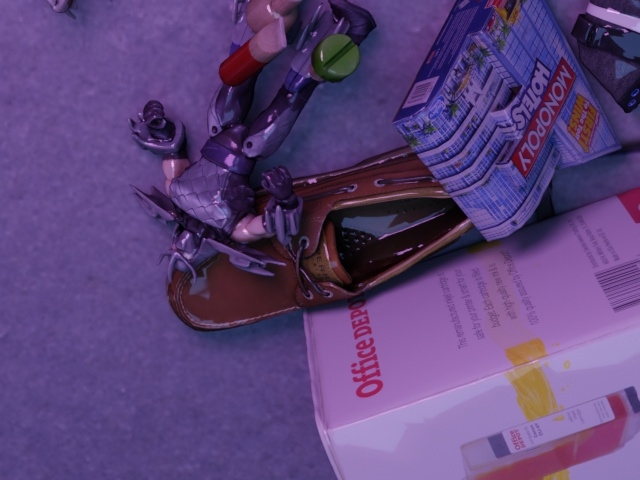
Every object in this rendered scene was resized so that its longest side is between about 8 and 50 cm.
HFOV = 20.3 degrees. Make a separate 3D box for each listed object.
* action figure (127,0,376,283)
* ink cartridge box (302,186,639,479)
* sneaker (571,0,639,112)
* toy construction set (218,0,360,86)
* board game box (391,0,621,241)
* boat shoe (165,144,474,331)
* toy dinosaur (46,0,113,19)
[{"bbox_3d":[-0.070,-0.092,1.519,0.185,0.099,0.285,29,97,17],"label":"action figure"},{"bbox_3d":[0.195,0.105,1.519,0.384,0.279,0.160,-19,110,4],"label":"ink cartridge box"},{"bbox_3d":[0.319,-0.150,1.548,0.217,0.079,0.121,28,109,-3],"label":"sneaker"},{"bbox_3d":[0.019,-0.275,1.348,0.257,0.237,0.309,19,78,-15],"label":"toy construction set"},{"bbox_3d":[0.170,-0.105,1.514,0.060,0.194,0.194,-13,129,45],"label":"board game box"},{"bbox_3d":[0.000,0.000,1.563,0.307,0.104,0.111,-27,110,7],"label":"boat shoe"},{"bbox_3d":[-0.221,-0.347,1.429,0.121,0.160,0.314,19,97,24],"label":"toy dinosaur"}]
